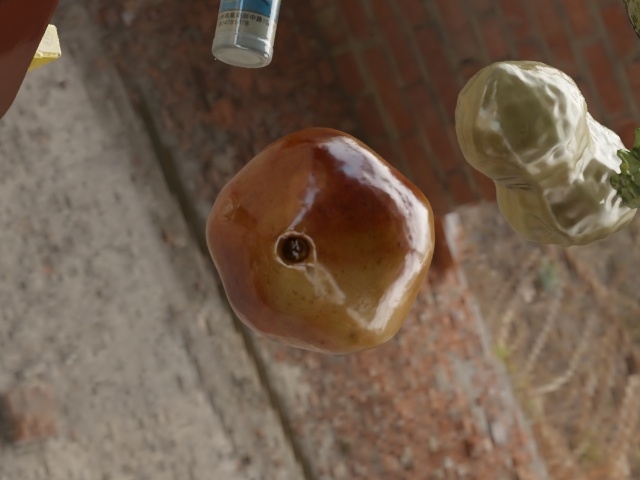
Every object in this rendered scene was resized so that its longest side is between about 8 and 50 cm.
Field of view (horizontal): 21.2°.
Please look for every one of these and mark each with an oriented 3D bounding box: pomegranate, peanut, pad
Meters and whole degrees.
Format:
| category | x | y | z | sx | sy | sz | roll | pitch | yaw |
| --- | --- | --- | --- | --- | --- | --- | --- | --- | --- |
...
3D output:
| category | x | y | z | sx | sy | sz | roll | pitch | yaw |
| --- | --- | --- | --- | --- | --- | --- | --- | --- | --- |
| pomegranate | 0.000 | -0.001 | 1.551 | 0.209 | 0.209 | 0.209 | 32 | 49 | -47 |
| peanut | 0.226 | -0.086 | 1.718 | 0.313 | 0.149 | 0.149 | 45 | 40 | -53 |
| pad | -0.283 | -0.105 | 1.218 | 0.004 | 0.181 | 0.267 | 40 | 37 | 11 |

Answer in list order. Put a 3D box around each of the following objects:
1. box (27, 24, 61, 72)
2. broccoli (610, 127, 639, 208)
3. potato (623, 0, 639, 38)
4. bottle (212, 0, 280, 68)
| category | x | y | z | sx | sy | sz | roll | pitch | yaw |
| --- | --- | --- | --- | --- | --- | --- | --- | --- | --- |
| box | -0.381 | -0.168 | 1.556 | 0.269 | 0.152 | 0.043 | 0 | 75 | -56 |
| broccoli | 0.385 | -0.051 | 1.394 | 0.338 | 0.277 | 0.317 | 52 | 3 | -9 |
| potato | 0.278 | -0.137 | 1.018 | 0.248 | 0.143 | 0.169 | 27 | 57 | -32 |
| bottle | -0.058 | -0.272 | 1.611 | 0.060 | 0.060 | 0.217 | 26 | 68 | -51 |
